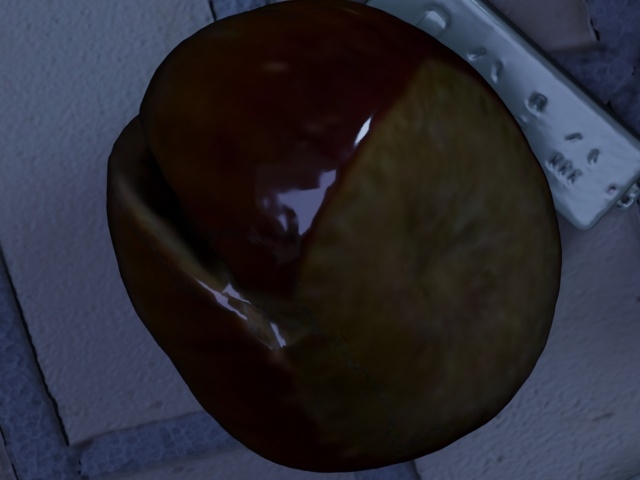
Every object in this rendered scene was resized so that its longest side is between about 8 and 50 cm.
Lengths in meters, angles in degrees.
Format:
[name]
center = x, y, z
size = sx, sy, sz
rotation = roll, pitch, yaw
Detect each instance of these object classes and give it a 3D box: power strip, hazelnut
[power strip]
center = 0.154, -0.141, 1.694
size = 0.338, 0.058, 0.098
rotation = 41, 106, -2
[hazelnut]
center = 0.000, 0.000, 1.599
size = 0.359, 0.359, 0.409
rotation = -27, 114, 14

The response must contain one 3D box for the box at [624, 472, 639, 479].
[box]
center = 0.338, 0.397, 1.757
size = 0.349, 0.141, 0.288
rotation = 44, 104, -3
